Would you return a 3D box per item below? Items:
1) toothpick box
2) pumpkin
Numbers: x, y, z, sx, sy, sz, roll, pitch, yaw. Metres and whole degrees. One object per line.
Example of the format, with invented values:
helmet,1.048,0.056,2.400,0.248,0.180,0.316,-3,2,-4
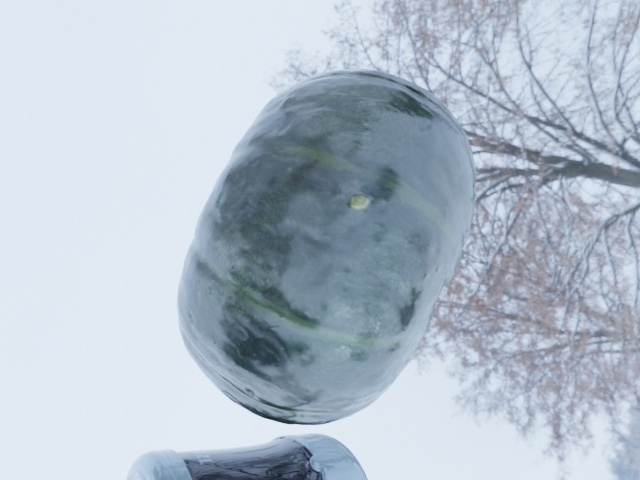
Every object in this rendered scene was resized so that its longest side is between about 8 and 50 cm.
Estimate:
toothpick box,-0.078,0.411,0.765,0.355,0.263,0.262,4,-80,-32
pumpkin,0.000,0.000,0.464,0.300,0.208,0.300,-64,-5,-10
